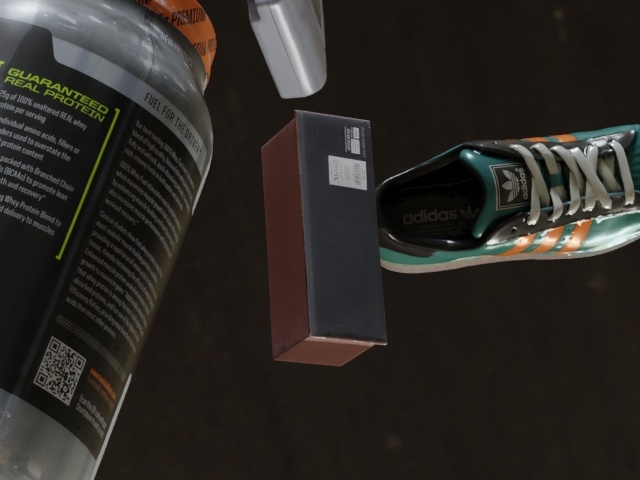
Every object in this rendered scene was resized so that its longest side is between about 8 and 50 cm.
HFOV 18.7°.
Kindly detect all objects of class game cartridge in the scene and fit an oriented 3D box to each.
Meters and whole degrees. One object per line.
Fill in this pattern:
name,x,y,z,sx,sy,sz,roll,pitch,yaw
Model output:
game cartridge,-0.041,-0.300,1.933,0.196,0.060,0.294,75,9,-62

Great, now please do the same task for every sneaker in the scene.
sneaker,0.178,-0.036,1.653,0.121,0.302,0.108,51,26,-79

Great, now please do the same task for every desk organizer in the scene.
desk organizer,0.000,0.000,1.066,0.047,0.050,0.130,7,67,-26

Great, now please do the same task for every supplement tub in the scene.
supplement tub,-0.176,-0.002,1.071,0.193,0.193,0.316,48,53,-47
